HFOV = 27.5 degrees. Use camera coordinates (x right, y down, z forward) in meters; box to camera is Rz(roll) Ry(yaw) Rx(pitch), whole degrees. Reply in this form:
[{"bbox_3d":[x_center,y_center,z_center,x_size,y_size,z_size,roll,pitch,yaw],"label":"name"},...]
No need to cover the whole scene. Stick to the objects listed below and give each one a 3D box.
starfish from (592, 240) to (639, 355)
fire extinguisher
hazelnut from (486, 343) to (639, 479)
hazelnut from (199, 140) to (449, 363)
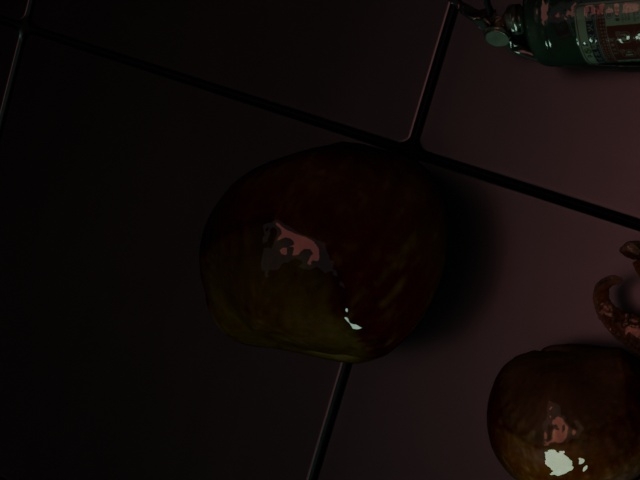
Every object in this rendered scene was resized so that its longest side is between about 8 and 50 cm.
[{"bbox_3d":[0.333,0.083,1.114,0.209,0.053,0.150,25,107,20],"label":"starfish"},{"bbox_3d":[0.255,-0.194,1.124,0.294,0.118,0.093,0,55,27],"label":"fire extinguisher"},{"bbox_3d":[0.219,0.159,1.119,0.154,0.143,0.143,-9,85,16],"label":"hazelnut"},{"bbox_3d":[0.000,0.000,1.192,0.233,0.218,0.218,6,93,27],"label":"hazelnut"}]
